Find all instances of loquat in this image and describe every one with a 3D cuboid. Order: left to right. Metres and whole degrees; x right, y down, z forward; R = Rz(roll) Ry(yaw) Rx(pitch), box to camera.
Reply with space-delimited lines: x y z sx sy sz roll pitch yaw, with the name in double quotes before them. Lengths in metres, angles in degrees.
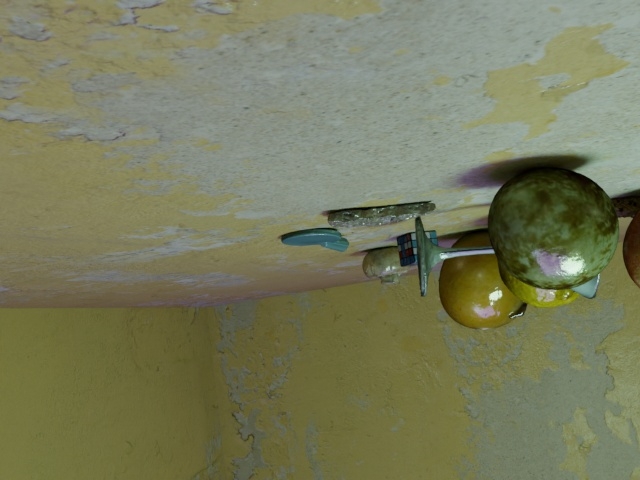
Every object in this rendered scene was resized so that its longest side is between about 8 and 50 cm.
"loquat" 0.548 0.135 2.288 0.359 0.329 0.328 20 -169 37

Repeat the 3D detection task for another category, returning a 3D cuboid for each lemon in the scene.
"lemon" 0.617 0.044 1.976 0.268 0.268 0.322 -6 -149 -10

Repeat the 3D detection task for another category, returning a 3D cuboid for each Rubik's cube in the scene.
"Rubik's cube" 0.293 0.025 2.145 0.092 0.092 0.092 -5 171 -22

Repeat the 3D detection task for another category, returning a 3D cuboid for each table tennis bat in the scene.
"table tennis bat" 0.000 0.000 1.877 0.152 0.040 0.244 -11 168 32

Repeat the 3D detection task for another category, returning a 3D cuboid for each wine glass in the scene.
"wine glass" 0.435 0.018 1.721 0.405 0.267 0.267 -3 173 7

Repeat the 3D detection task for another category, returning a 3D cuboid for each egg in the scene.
"egg" 0.442 -0.027 1.389 0.289 0.238 0.238 22 155 -37

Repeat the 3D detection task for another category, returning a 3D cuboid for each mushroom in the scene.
"mushroom" 0.222 0.088 2.416 0.166 0.127 0.166 -5 166 -1

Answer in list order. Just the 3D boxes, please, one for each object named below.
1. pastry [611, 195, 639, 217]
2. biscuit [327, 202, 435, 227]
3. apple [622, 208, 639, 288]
"pastry" 0.832 -0.090 1.993 0.140 0.056 0.080 -1 165 -4
"biscuit" 0.126 -0.053 1.624 0.249 0.032 0.133 -7 174 -15
"apple" 0.949 0.009 1.885 0.309 0.277 0.250 -47 169 14
